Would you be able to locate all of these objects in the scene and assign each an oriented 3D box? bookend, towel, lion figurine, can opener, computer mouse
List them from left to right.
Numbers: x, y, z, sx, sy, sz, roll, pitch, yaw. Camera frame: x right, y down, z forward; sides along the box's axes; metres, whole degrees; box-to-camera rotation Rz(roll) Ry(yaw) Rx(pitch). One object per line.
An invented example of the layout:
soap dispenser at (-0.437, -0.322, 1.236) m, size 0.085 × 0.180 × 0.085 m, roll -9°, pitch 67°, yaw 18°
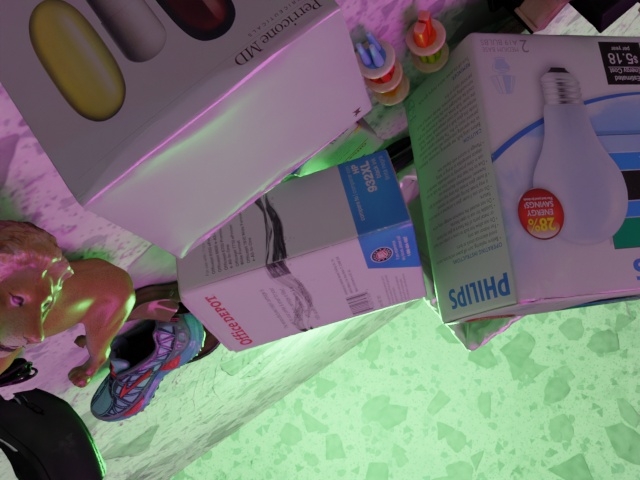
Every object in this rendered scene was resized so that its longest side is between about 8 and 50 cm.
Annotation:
computer mouse at (-0.391, 0.227, 0.818) m, size 0.184 × 0.262 × 0.060 m, roll -14°, pitch 127°, yaw -43°
lion figurine at (-0.313, 0.075, 0.775) m, size 0.240 × 0.142 × 0.392 m, roll -48°, pitch 175°, yaw 8°
can opener at (0.108, -0.133, 1.139) m, size 0.186 × 0.059 × 0.073 m, roll -24°, pitch 157°, yaw -37°
towel at (0.301, -0.329, 1.019) m, size 0.148 × 0.027 × 0.110 m, roll -38°, pitch -174°, yaw 8°
bookend at (0.339, -0.333, 0.915) m, size 0.156 × 0.157 × 0.072 m, roll -41°, pitch 162°, yaw 10°

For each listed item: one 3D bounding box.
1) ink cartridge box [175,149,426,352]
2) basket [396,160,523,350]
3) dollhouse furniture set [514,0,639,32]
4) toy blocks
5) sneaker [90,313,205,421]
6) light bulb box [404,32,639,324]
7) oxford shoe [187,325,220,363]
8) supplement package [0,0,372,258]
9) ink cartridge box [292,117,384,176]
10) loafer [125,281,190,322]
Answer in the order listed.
ink cartridge box at (-0.023, 0.026, 0.946) m, size 0.307 × 0.129 × 0.223 m, roll -17°, pitch 149°, yaw 4°
basket at (0.293, -0.033, 1.265) m, size 0.328 × 0.331 × 0.266 m, roll -39°, pitch 180°, yaw 6°
dollhouse furniture set at (0.323, -0.278, 0.779) m, size 0.101 × 0.161 × 0.182 m, roll -27°, pitch 164°, yaw -40°
toy blocks at (0.103, -0.244, 0.855) m, size 0.123 × 0.054 × 0.148 m, roll -39°, pitch 162°, yaw 8°
sneaker at (-0.324, 0.205, 1.142) m, size 0.262 × 0.104 × 0.125 m, roll -46°, pitch 144°, yaw 13°
light bulb box at (0.348, -0.084, 0.982) m, size 0.357 × 0.361 × 0.225 m, roll -5°, pitch 169°, yaw -16°
oxford shoe at (-0.205, 0.140, 1.223) m, size 0.227 × 0.083 × 0.096 m, roll -41°, pitch 143°, yaw 9°
supplement package at (-0.106, -0.134, 0.476) m, size 0.194 × 0.203 × 0.149 m, roll -38°, pitch 163°, yaw 1°
ink cartridge box at (0.006, -0.138, 0.920) m, size 0.104 × 0.061 × 0.181 m, roll -42°, pitch 162°, yaw 17°
loafer at (-0.249, 0.101, 1.049) m, size 0.148 × 0.050 × 0.056 m, roll -17°, pitch 153°, yaw -49°
